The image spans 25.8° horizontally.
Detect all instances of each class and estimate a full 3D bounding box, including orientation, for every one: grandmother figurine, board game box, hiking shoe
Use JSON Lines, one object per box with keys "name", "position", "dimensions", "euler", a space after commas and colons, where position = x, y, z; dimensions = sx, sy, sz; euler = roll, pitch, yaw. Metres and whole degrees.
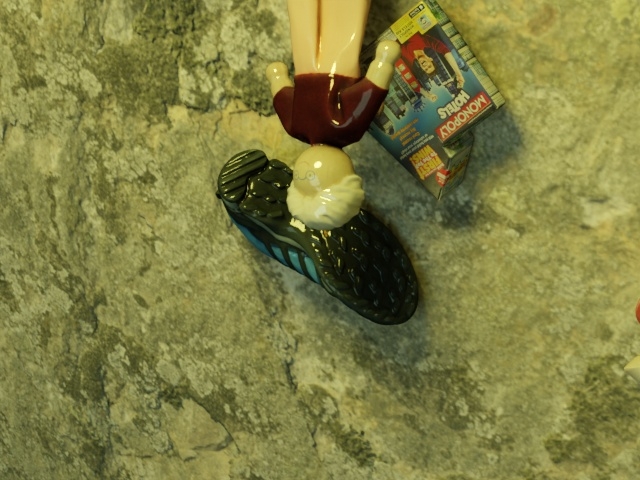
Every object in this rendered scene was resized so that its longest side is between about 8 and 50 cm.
{"name": "grandmother figurine", "position": [0.004, -0.182, 1.568], "dimensions": [0.208, 0.104, 0.342], "euler": [0, 89, 59]}
{"name": "board game box", "position": [0.125, -0.155, 1.602], "dimensions": [0.194, 0.060, 0.194], "euler": [55, 136, -1]}
{"name": "hiking shoe", "position": [0.000, 0.000, 1.792], "dimensions": [0.304, 0.113, 0.132], "euler": [41, 165, 5]}

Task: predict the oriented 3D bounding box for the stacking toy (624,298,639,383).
{"name": "stacking toy", "position": [0.485, 0.140, 1.486], "dimensions": [0.309, 0.130, 0.279], "euler": [45, 161, 13]}
